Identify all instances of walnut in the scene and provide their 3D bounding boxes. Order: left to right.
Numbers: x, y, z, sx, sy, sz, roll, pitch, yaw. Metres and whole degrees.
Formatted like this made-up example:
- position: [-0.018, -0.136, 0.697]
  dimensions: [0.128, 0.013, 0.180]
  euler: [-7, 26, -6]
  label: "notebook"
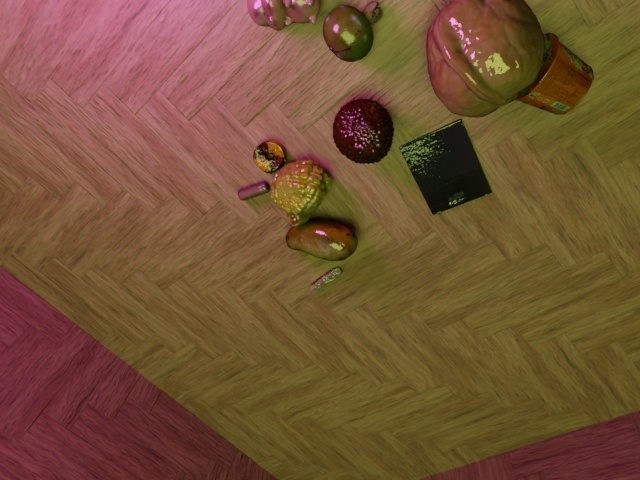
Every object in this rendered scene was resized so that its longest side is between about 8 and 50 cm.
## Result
- position: [0.502, -0.584, 1.445]
  dimensions: [0.382, 0.381, 0.381]
  euler: [5, 123, 8]
  label: "walnut"

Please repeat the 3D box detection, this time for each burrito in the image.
- position: [0.028, 0.187, 2.200]
  dimensions: [0.185, 0.041, 0.045]
  euler: [-38, 99, 26]
  label: "burrito"

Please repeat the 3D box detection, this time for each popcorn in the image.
- position: [-0.096, -0.209, 1.898]
  dimensions: [0.225, 0.173, 0.286]
  euler: [37, 130, -4]
  label: "popcorn"

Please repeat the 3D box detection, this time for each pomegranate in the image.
- position: [0.102, -0.718, 1.547]
  dimensions: [0.179, 0.179, 0.210]
  euler: [21, 103, -3]
  label: "pomegranate"

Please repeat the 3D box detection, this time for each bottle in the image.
- position: [-0.289, -0.214, 1.998]
  dimensions: [0.140, 0.053, 0.053]
  euler: [-15, 118, 20]
  label: "bottle"

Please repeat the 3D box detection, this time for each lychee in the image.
- position: [0.163, -0.394, 1.689]
  dimensions: [0.236, 0.271, 0.235]
  euler: [-12, 133, -13]
  label: "lychee"

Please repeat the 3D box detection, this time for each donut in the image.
- position: [-0.206, -0.348, 1.895]
  dimensions: [0.141, 0.059, 0.140]
  euler: [5, 123, 8]
  label: "donut"

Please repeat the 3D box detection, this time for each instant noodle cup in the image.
- position: [0.757, -0.532, 1.513]
  dimensions: [0.182, 0.230, 0.230]
  euler: [21, 124, -14]
  label: "instant noodle cup"

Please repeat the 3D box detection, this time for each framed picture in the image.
- position: [0.500, -0.281, 1.833]
  dimensions: [0.255, 0.014, 0.338]
  euler: [-23, 115, 23]
  label: "framed picture"

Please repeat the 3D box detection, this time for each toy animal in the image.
- position: [-0.126, -0.795, 1.541]
  dimensions: [0.250, 0.154, 0.166]
  euler: [-1, 144, 6]
  label: "toy animal"

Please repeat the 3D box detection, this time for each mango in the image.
- position: [0.003, -0.007, 2.020]
  dimensions: [0.330, 0.176, 0.176]
  euler: [17, 102, 21]
  label: "mango"
